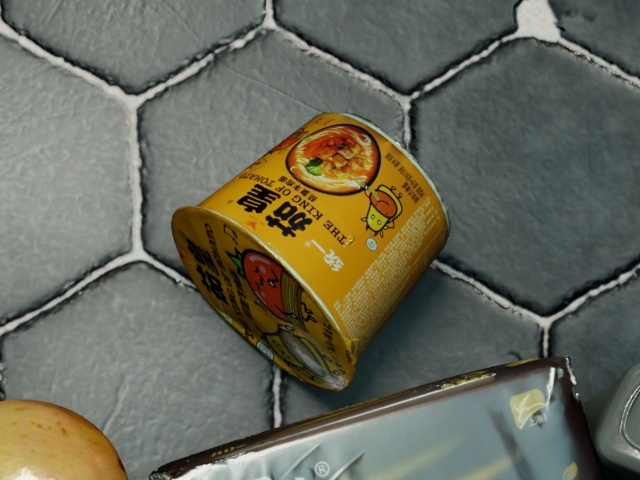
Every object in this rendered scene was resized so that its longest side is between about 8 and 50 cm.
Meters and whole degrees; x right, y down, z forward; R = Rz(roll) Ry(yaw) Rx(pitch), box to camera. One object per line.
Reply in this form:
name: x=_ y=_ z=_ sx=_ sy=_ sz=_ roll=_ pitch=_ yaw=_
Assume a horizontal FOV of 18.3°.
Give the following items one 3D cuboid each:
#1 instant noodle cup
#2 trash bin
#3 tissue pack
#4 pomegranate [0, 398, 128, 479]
instant noodle cup: x=0.000 y=0.000 z=1.753 sx=0.216 sy=0.216 sz=0.172 roll=44 pitch=68 yaw=3
trash bin: x=0.312 y=0.191 z=1.732 sx=0.176 sy=0.236 sz=0.101 roll=26 pitch=75 yaw=-1
tissue pack: x=0.045 y=0.239 z=1.708 sx=0.370 sy=0.210 sz=0.198 roll=-15 pitch=89 yaw=-11
pomegranate: x=-0.252 y=0.229 z=1.673 sx=0.191 sy=0.191 sz=0.191 roll=2 pitch=78 yaw=-7
